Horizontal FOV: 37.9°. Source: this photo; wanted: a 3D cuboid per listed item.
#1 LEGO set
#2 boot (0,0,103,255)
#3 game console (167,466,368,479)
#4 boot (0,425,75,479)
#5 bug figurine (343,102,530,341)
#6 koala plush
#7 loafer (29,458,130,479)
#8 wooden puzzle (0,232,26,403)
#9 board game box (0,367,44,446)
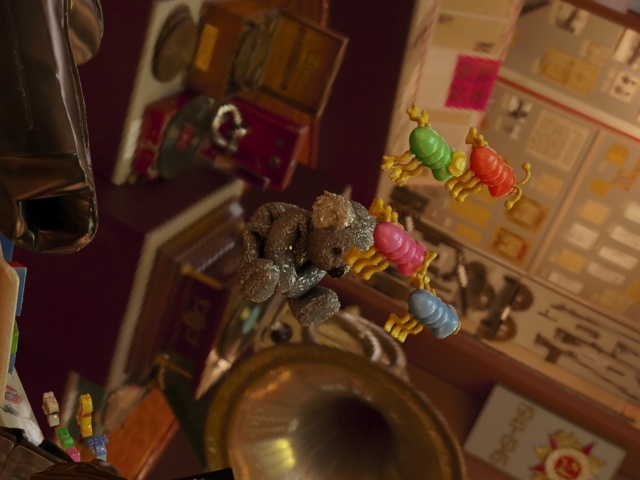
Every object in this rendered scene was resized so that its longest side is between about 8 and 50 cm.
[{"bbox_3d":[-0.483,0.366,1.854,0.087,0.227,0.093,-11,128,-28],"label":"LEGO set"},{"bbox_3d":[-0.324,-0.183,1.121,0.146,0.445,0.367,-19,154,-2],"label":"boot"},{"bbox_3d":[-0.041,0.328,0.928,0.044,0.213,0.361,-25,162,40],"label":"game console"},{"bbox_3d":[-0.428,0.429,1.403,0.223,0.338,0.118,-60,167,-9],"label":"boot"},{"bbox_3d":[0.140,-0.021,1.085,0.216,0.072,0.279,34,76,-43],"label":"bug figurine"},{"bbox_3d":[0.000,0.000,1.536,0.196,0.221,0.203,29,48,-42],"label":"koala plush"},{"bbox_3d":[-0.276,0.301,1.148,0.078,0.220,0.080,-34,113,-41],"label":"loafer"},{"bbox_3d":[-0.615,0.085,1.761,0.080,0.348,0.322,-2,125,-30],"label":"wooden puzzle"},{"bbox_3d":[-0.672,0.400,1.856,0.097,0.303,0.224,28,104,-45],"label":"board game box"}]
